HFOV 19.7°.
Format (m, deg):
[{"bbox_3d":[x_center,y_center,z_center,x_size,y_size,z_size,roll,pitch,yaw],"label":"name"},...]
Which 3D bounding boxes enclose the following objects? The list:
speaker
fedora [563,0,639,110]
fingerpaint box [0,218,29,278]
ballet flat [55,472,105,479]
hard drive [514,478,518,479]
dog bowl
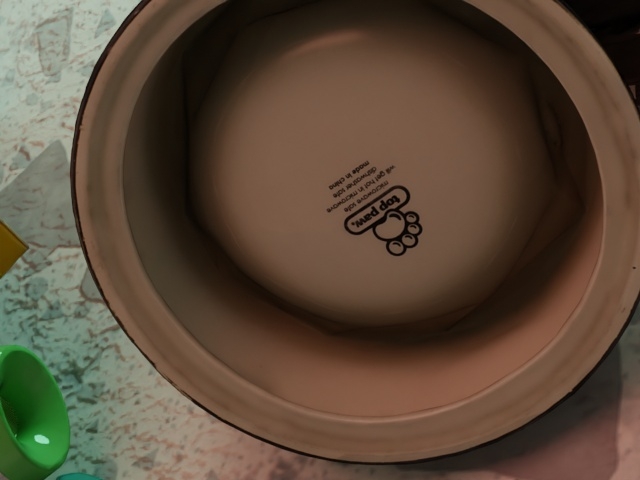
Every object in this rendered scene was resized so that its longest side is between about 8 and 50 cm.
[{"bbox_3d":[-0.360,0.185,1.526,0.296,0.131,0.131,-22,49,19],"label":"speaker"},{"bbox_3d":[0.257,-0.214,1.411,0.275,0.244,0.124,-35,16,23],"label":"fedora"},{"bbox_3d":[-0.515,0.015,1.559,0.371,0.163,0.445,-49,46,-8],"label":"fingerpaint box"},{"bbox_3d":[-0.133,0.248,1.450,0.241,0.091,0.077,15,100,46],"label":"ballet flat"},{"bbox_3d":[0.005,0.284,1.258,0.307,0.040,0.203,-14,43,6],"label":"hard drive"},{"bbox_3d":[0.036,-0.050,1.324,0.408,0.408,0.150,-26,18,19],"label":"dog bowl"}]
